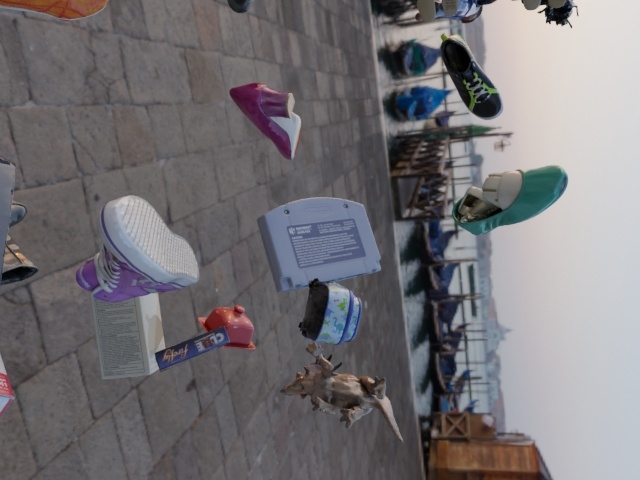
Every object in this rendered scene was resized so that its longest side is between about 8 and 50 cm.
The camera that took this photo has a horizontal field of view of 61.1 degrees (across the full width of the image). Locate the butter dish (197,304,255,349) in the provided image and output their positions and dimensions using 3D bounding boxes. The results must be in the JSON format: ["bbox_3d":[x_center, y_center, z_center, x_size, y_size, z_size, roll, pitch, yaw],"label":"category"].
[{"bbox_3d":[-0.276,0.257,1.701,0.160,0.160,0.118,17,107,-43],"label":"butter dish"}]

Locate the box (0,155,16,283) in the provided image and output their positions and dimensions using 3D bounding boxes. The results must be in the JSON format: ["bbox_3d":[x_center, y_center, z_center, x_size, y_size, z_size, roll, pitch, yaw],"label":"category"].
[{"bbox_3d":[-0.577,0.021,0.555,0.293,0.395,0.212,36,33,-49],"label":"box"}]

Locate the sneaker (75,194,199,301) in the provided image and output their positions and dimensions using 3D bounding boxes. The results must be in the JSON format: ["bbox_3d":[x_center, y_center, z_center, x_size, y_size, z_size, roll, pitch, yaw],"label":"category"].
[{"bbox_3d":[-0.282,0.034,0.760,0.282,0.160,0.102,80,-6,-71],"label":"sneaker"}]

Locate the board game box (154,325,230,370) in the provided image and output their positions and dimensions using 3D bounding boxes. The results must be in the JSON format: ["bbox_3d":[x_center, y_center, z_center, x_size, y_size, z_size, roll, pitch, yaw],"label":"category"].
[{"bbox_3d":[-0.318,0.269,1.324,0.042,0.165,0.243,67,-20,7],"label":"board game box"}]

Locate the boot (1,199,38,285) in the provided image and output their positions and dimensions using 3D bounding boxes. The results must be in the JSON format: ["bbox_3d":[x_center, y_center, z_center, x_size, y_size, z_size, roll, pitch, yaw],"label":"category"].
[{"bbox_3d":[-0.711,0.002,1.239,0.189,0.208,0.076,-32,149,-50],"label":"boot"}]

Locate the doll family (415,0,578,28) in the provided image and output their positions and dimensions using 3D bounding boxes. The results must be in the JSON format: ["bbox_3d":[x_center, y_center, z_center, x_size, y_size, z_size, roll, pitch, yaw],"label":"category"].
[{"bbox_3d":[0.176,-0.228,0.482,0.111,0.192,0.076,-40,134,-52],"label":"doll family"}]

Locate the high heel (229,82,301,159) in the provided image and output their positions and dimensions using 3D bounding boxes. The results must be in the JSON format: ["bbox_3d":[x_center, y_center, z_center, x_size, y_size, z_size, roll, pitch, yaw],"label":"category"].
[{"bbox_3d":[-0.107,-0.236,1.109,0.244,0.117,0.082,71,31,-77],"label":"high heel"}]

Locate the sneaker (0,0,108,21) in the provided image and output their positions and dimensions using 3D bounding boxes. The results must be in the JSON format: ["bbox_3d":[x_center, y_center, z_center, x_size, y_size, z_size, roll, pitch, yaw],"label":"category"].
[{"bbox_3d":[-0.386,-0.349,0.761,0.067,0.175,0.064,3,-78,61],"label":"sneaker"}]

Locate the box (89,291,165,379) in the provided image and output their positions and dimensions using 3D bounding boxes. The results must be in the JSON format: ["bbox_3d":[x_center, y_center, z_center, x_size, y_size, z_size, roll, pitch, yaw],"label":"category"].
[{"bbox_3d":[-0.523,0.204,1.472,0.121,0.147,0.311,-16,101,-82],"label":"box"}]

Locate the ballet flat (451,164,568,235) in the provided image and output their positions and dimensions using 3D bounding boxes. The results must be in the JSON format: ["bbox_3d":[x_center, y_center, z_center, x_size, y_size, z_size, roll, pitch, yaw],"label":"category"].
[{"bbox_3d":[0.286,-0.065,0.878,0.247,0.087,0.083,137,-29,-70],"label":"ballet flat"}]

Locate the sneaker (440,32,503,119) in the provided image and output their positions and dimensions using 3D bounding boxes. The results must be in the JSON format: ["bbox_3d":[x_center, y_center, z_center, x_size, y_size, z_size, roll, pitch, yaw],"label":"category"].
[{"bbox_3d":[0.348,-0.385,1.293,0.235,0.084,0.097,55,29,-2],"label":"sneaker"}]

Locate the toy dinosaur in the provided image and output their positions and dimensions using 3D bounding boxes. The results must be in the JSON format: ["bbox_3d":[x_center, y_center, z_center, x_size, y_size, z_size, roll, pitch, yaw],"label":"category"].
[{"bbox_3d":[0.055,0.322,1.159,0.127,0.295,0.200,-66,162,-13],"label":"toy dinosaur"}]

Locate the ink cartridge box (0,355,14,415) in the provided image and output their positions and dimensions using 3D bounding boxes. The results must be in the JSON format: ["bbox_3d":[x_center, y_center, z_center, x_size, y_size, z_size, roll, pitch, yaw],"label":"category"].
[{"bbox_3d":[-0.796,0.303,1.147,0.226,0.306,0.131,-52,139,5],"label":"ink cartridge box"}]

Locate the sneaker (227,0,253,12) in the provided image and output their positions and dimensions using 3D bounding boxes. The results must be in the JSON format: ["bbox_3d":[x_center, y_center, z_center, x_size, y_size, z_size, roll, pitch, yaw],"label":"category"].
[{"bbox_3d":[-0.155,-0.530,1.043,0.234,0.078,0.106,116,-14,-54],"label":"sneaker"}]

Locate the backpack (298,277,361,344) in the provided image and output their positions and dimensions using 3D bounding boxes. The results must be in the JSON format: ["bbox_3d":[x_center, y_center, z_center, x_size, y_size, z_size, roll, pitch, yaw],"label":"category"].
[{"bbox_3d":[0.021,0.122,0.902,0.114,0.084,0.105,176,-73,-76],"label":"backpack"}]

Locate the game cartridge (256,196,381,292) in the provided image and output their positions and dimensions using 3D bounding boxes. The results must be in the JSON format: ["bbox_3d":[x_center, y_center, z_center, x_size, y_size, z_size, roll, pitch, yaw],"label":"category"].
[{"bbox_3d":[0.000,0.000,1.229,0.294,0.060,0.196,-8,80,-39],"label":"game cartridge"}]
